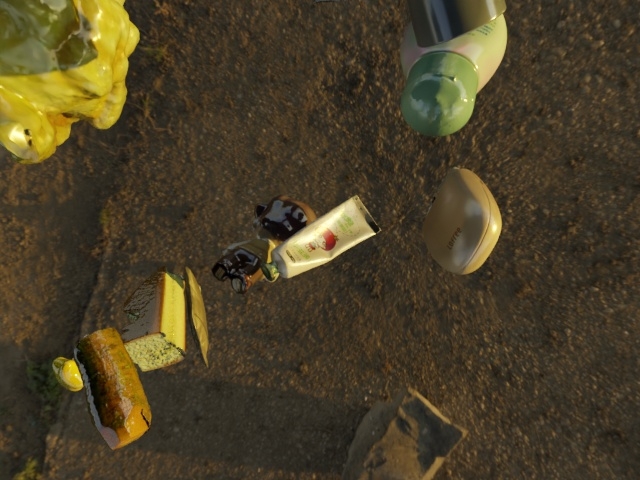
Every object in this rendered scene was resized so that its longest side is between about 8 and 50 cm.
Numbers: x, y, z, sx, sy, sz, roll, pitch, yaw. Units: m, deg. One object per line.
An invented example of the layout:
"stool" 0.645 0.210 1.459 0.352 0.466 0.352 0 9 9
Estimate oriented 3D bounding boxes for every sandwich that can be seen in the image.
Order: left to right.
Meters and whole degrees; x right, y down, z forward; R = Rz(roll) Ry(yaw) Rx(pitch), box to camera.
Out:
"sandwich" -0.409 0.186 1.043 0.128 0.122 0.235 -18 45 1

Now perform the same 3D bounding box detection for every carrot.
"carrot" -0.319 0.225 0.639 0.082 0.082 0.173 -35 74 11

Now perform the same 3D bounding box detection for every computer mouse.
"computer mouse" 0.236 -0.041 0.729 0.082 0.236 0.145 17 122 -5

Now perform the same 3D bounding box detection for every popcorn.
"popcorn" -0.389 -0.284 0.565 0.279 0.274 0.335 -45 61 -5

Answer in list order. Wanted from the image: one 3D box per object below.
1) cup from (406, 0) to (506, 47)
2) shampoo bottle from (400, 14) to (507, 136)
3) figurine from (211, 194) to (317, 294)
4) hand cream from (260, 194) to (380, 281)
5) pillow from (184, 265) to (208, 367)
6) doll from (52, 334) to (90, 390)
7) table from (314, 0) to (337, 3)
"cup" 0.119 -0.228 0.362 0.100 0.078 0.077 -37 119 -18
"shampoo bottle" 0.270 -0.373 0.892 0.222 0.151 0.349 12 61 16
"figurine" -0.140 0.028 1.209 0.218 0.365 0.206 22 141 23
"hand cream" 0.000 0.000 1.070 0.336 0.076 0.121 -30 83 -24
"pillow" -0.248 0.145 0.835 0.033 0.217 0.130 -13 122 -14
"doll" -0.486 0.251 0.868 0.072 0.113 0.135 27 111 20
"table" 0.089 -0.772 1.011 0.197 0.250 0.281 12 139 27
